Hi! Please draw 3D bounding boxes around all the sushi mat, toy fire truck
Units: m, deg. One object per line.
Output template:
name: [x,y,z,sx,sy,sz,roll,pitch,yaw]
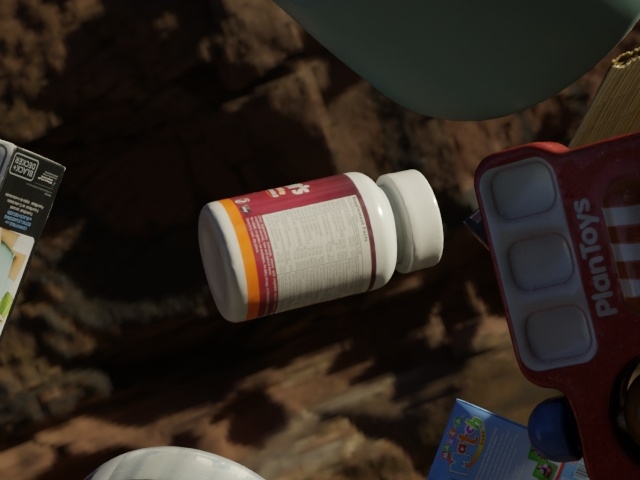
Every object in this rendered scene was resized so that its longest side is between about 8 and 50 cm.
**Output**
sushi mat: [0.394,-0.166,1.908,0.151,0.019,0.316,-20,-22,-16]
toy fire truck: [0.251,0.061,1.045,0.254,0.302,0.169,-13,0,35]

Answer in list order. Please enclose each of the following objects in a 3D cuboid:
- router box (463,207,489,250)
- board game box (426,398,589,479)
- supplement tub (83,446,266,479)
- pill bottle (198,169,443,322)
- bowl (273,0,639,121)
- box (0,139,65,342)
router box: [0.238,-0.028,1.696,0.122,0.038,0.092,-41,46,2]
board game box: [0.248,0.319,1.932,0.211,0.160,0.039,21,-1,25]
supplement tub: [-0.123,0.282,0.870,0.193,0.193,0.316,-19,20,25]
pill bottle: [0.000,0.000,1.456,0.221,0.121,0.121,-13,1,-16]
bowl: [0.052,-0.236,0.865,0.163,0.312,0.311,9,-19,-44]
box: [-0.361,0.037,1.307,0.169,0.290,0.087,18,-3,23]
